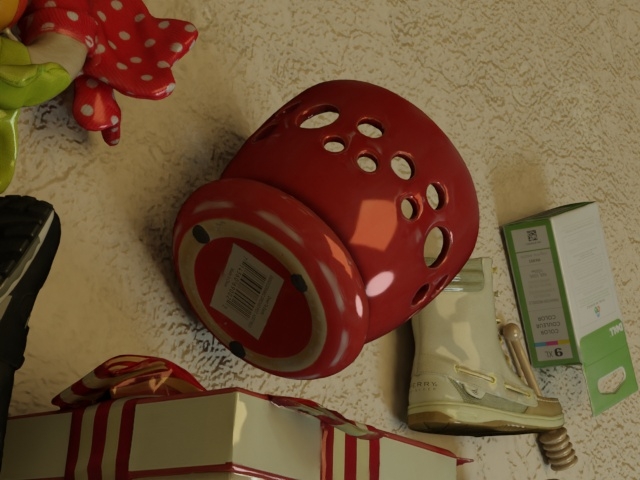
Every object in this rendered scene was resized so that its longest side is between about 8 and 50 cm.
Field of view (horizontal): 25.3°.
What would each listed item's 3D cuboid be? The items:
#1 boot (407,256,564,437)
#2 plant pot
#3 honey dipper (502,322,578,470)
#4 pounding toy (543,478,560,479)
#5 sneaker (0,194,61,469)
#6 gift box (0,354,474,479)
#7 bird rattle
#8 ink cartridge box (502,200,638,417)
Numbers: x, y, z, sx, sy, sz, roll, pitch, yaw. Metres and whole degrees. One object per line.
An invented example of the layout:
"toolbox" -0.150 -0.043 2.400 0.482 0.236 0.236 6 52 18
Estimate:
"boot" 0.154 0.100 1.335 0.213 0.077 0.165 12 70 -47
"plant pot" 0.000 0.000 1.074 0.174 0.191 0.191 -46 116 -41
"honey dipper" 0.218 0.157 1.440 0.030 0.030 0.161 -37 107 -49
"pounding toy" 0.169 0.344 1.225 0.155 0.154 0.270 8 74 -51
"sneaker" -0.232 0.100 0.847 0.283 0.107 0.124 -61 143 -36
"gift box" -0.046 0.215 0.898 0.255 0.276 0.258 27 59 -51
"bird rattle" -0.199 -0.147 0.917 0.207 0.143 0.253 54 38 -5
"ink cartridge box" 0.261 0.071 1.488 0.109 0.062 0.209 -17 94 -52
